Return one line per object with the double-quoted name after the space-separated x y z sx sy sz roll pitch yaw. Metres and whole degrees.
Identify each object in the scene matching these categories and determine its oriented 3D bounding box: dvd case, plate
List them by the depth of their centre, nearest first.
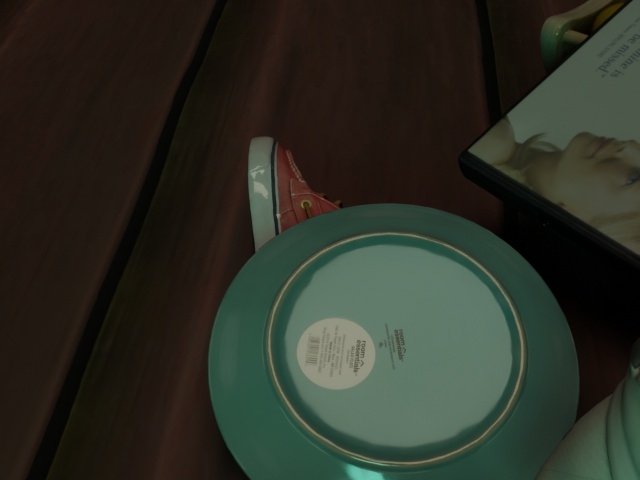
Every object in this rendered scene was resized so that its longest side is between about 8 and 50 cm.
0.037 0.054 0.468 0.188 0.024 0.188 1 59 -1 "plate"
0.221 -0.043 0.505 0.180 0.022 0.253 -42 49 -11 "dvd case"

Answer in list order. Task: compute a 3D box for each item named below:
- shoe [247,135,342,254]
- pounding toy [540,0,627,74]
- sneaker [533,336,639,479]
0.000 0.000 0.566 0.081 0.063 0.178 -5 43 -4 "shoe"
0.294 -0.161 0.673 0.269 0.154 0.155 -33 46 -32 "pounding toy"
0.155 0.175 0.289 0.111 0.129 0.297 2 54 -25 "sneaker"
